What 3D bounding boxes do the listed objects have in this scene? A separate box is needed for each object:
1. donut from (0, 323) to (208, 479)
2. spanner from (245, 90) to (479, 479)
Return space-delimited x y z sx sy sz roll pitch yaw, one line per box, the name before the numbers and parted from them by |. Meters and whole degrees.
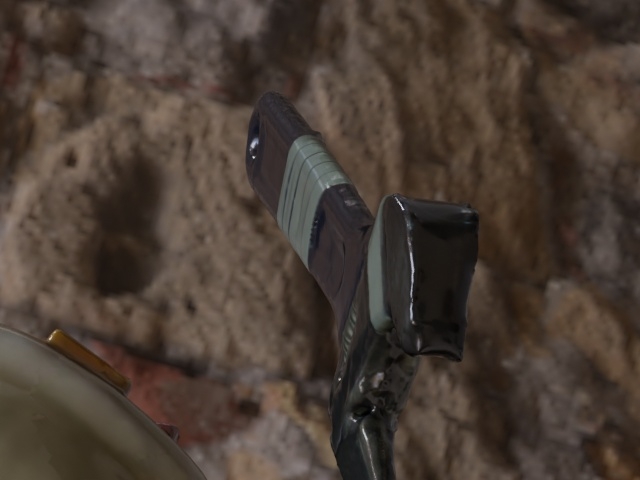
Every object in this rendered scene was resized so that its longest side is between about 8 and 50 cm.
donut | -0.187 0.210 0.701 0.142 0.383 0.382 -14 -54 -67
spanner | 0.000 0.000 0.597 0.316 0.024 0.087 -126 44 -72
